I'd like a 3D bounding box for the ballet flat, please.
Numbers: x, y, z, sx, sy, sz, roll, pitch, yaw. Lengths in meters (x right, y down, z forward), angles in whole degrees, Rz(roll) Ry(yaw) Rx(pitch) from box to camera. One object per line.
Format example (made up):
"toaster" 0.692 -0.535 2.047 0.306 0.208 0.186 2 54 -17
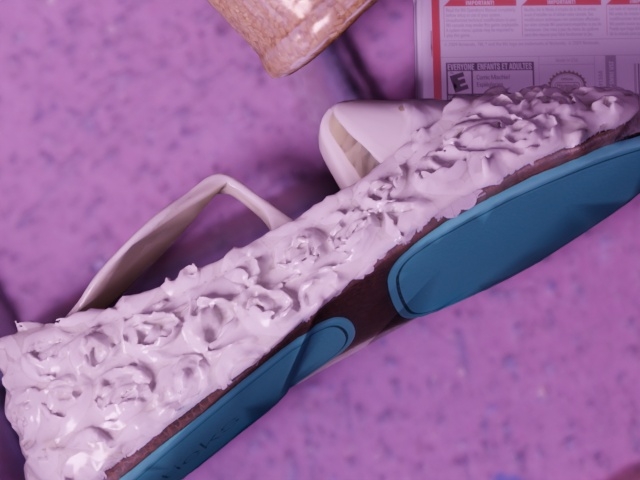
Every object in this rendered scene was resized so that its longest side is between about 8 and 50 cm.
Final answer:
"ballet flat" 0.000 0.000 0.907 0.409 0.147 0.147 -31 95 -9

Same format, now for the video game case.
"video game case" 0.155 -0.209 0.985 0.204 0.025 0.285 -1 89 -6

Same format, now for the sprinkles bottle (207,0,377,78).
"sprinkles bottle" -0.101 -0.251 0.893 0.121 0.121 0.355 -45 97 -9
